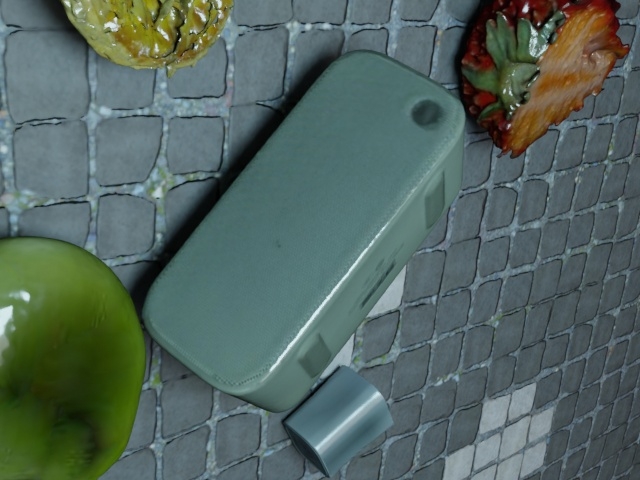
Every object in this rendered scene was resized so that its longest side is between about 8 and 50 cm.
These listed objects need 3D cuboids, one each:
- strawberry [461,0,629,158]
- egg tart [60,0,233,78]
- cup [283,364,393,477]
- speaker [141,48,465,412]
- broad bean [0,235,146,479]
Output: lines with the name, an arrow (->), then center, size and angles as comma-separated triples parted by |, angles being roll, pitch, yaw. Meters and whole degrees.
strawberry -> 0.306, -0.278, 1.169 | 0.280, 0.150, 0.253 | -34, 150, -29
egg tart -> -0.160, -0.280, 0.774 | 0.232, 0.098, 0.252 | -25, 129, -40
cup -> 0.031, 0.265, 1.201 | 0.129, 0.095, 0.128 | -38, 133, -20
speaker -> 0.000, 0.000, 0.968 | 0.406, 0.183, 0.184 | -52, 158, -11
broad bean -> -0.282, 0.131, 0.831 | 0.238, 0.119, 0.290 | -33, 128, -27
